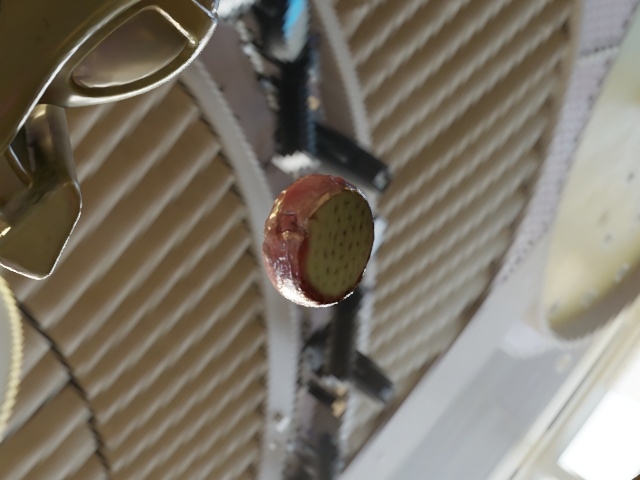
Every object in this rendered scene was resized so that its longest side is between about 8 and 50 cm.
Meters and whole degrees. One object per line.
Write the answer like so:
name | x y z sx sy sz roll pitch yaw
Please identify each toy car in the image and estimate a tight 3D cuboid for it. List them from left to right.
toy car | -0.131 -0.174 0.961 0.336 0.242 0.226 -40 -64 6

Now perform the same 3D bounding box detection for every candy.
candy | 0.000 0.000 1.247 0.103 0.043 0.103 -22 -62 -49

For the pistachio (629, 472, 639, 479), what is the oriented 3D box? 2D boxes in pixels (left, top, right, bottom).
pistachio | 0.332 0.225 1.257 0.260 0.212 0.163 -23 -53 -11
